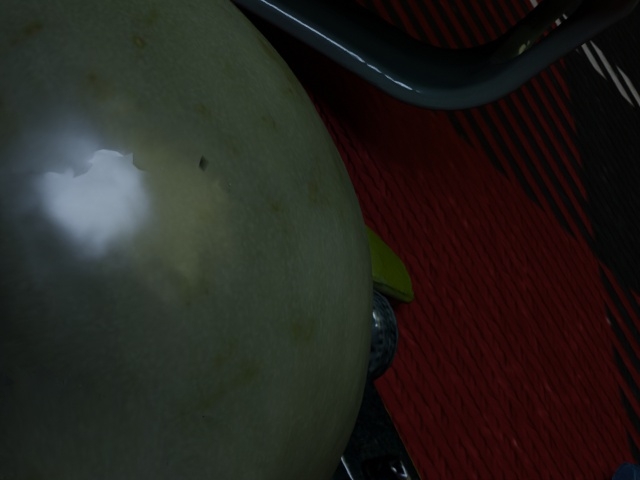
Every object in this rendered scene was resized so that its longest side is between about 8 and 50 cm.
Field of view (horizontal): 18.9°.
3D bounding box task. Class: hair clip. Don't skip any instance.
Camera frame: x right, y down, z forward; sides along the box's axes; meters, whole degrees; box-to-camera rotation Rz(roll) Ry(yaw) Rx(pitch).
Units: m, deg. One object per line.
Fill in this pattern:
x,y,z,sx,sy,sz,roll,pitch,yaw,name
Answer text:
0.000,0.000,1.098,0.188,0.033,0.060,24,42,-46,hair clip

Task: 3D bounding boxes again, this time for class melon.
-0.116,0.007,0.652,0.272,0.272,0.308,-9,82,-61,melon

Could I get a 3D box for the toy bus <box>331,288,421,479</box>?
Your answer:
-0.010,0.121,0.850,0.121,0.123,0.335,-1,62,-61,toy bus

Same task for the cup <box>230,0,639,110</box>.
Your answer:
0.048,-0.285,1.089,0.310,0.392,0.401,-6,107,-84,cup

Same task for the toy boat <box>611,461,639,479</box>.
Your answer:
0.238,0.201,1.267,0.149,0.034,0.105,39,34,-30,toy boat
